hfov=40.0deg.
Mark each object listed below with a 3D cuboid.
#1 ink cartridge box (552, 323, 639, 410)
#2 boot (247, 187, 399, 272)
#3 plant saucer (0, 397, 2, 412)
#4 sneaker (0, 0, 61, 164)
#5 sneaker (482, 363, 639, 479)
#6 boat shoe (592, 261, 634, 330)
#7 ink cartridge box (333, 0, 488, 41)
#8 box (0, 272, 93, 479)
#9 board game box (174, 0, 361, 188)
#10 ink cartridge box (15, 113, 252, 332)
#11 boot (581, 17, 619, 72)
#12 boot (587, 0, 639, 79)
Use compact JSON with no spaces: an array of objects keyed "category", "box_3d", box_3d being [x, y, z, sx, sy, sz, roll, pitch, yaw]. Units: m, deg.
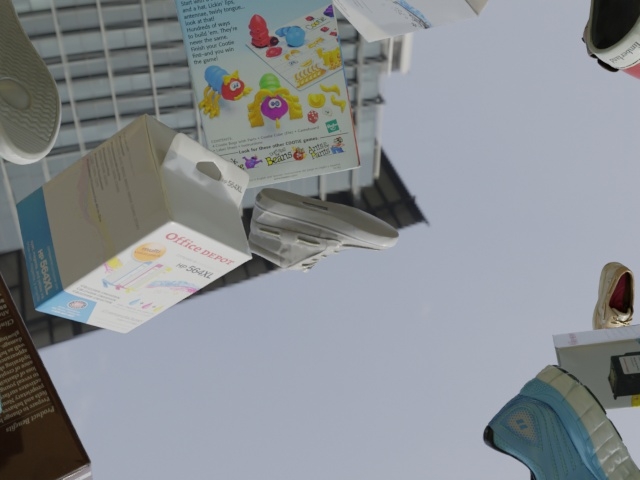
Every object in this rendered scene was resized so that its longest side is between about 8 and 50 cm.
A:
[{"category":"ink cartridge box","box_3d":[0.345,0.132,0.944,0.175,0.072,0.127,-9,179,14]},{"category":"boot","box_3d":[0.000,0.000,1.550,0.258,0.123,0.095,17,-158,2]},{"category":"plant saucer","box_3d":[-0.469,0.179,1.013,0.192,0.018,0.067,-3,-103,-31]},{"category":"sneaker","box_3d":[-0.366,-0.152,0.927,0.094,0.151,0.256,12,-135,-53]},{"category":"sneaker","box_3d":[0.144,0.150,0.476,0.073,0.063,0.162,-32,-93,3]},{"category":"boat shoe","box_3d":[0.527,0.125,1.567,0.063,0.170,0.059,-2,-172,-11]},{"category":"ink cartridge box","box_3d":[0.124,-0.395,1.165,0.233,0.168,0.171,4,-124,55]},{"category":"box","box_3d":[-0.485,0.206,1.240,0.191,0.143,0.381,-24,-111,-21]},{"category":"board game box","box_3d":[-0.057,-0.206,0.854,0.144,0.275,0.142,-10,-161,1]},{"category":"ink cartridge box","box_3d":[-0.124,-0.012,0.617,0.143,0.092,0.090,-30,-120,21]},{"category":"boot","box_3d":[0.415,-0.274,1.226,0.118,0.042,0.087,16,-112,-18]},{"category":"boot","box_3d":[0.318,-0.216,0.743,0.176,0.088,0.244,24,-116,-21]}]
